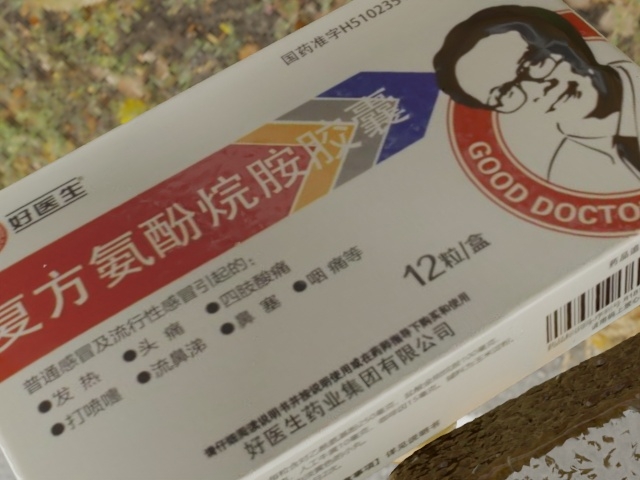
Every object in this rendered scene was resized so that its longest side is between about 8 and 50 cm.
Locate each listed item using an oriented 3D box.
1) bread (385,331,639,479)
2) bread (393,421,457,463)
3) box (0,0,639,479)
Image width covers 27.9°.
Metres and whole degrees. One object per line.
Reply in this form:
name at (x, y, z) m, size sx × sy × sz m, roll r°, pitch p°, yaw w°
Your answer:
bread at (0.243, 0.128, 0.898) m, size 0.113 × 0.416 × 0.165 m, roll 63°, pitch -177°, yaw -3°
bread at (0.059, 0.123, 1.161) m, size 0.119 × 0.084 × 0.177 m, roll -6°, pitch 108°, yaw 30°
box at (0.000, 0.000, 0.624) m, size 0.214 × 0.353 × 0.069 m, roll 51°, pitch 163°, yaw 35°
